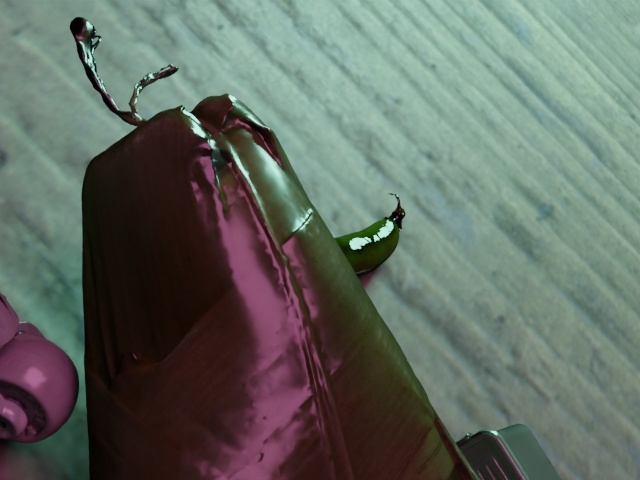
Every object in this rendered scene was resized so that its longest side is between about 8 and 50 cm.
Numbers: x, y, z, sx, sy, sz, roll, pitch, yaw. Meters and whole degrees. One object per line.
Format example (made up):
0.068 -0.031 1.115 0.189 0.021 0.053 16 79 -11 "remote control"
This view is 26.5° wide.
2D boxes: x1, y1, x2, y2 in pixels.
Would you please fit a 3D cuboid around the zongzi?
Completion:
-0.118 0.074 0.866 0.418 0.181 0.447 -34 96 -43 "zongzi"

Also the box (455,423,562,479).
0.156 0.212 1.123 0.069 0.084 0.122 -13 68 -54 "box"

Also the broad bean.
0.003 0.005 1.191 0.227 0.039 0.069 -12 73 -47 "broad bean"

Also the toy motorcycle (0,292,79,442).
-0.259 0.036 0.877 0.254 0.112 0.112 39 40 -12 "toy motorcycle"
